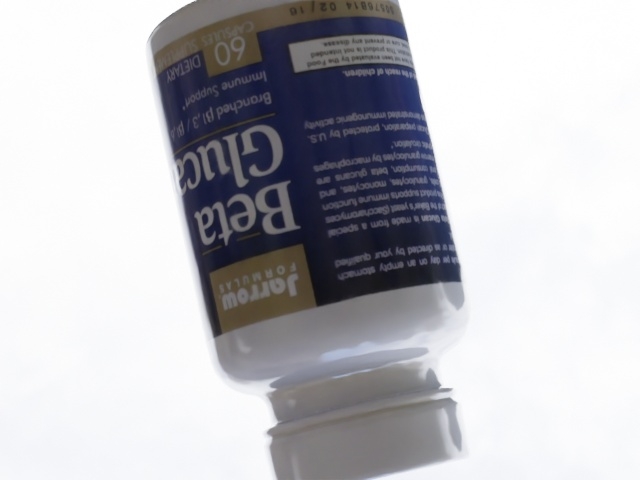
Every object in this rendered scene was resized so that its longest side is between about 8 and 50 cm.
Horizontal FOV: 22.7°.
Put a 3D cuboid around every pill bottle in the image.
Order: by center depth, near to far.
[{"bbox_3d":[0.000,0.000,0.556,0.094,0.094,0.169,-14,-98,6],"label":"pill bottle"}]
